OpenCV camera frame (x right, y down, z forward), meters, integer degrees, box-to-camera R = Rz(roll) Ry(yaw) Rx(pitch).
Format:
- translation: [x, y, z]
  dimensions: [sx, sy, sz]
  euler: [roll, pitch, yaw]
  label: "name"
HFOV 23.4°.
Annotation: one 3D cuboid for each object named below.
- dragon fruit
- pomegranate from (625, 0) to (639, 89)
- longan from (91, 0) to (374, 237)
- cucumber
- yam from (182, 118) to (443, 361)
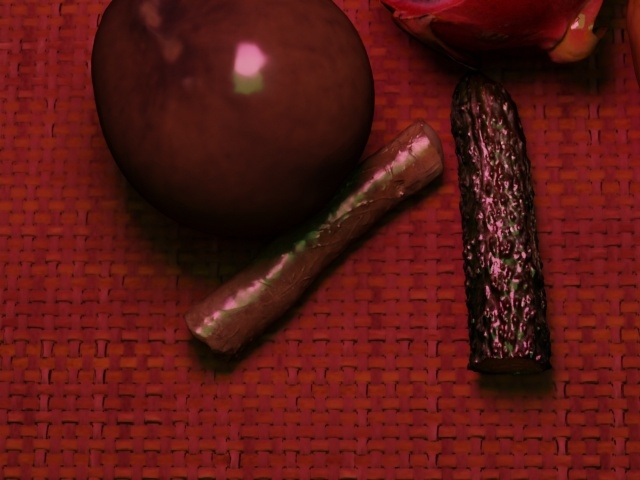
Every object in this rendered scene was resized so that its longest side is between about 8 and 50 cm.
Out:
- translation: [0.225, -0.323, 1.722]
  dimensions: [0.305, 0.226, 0.305]
  euler: [-28, 49, 37]
  label: "dragon fruit"
- translation: [0.493, -0.199, 1.632]
  dimensions: [0.343, 0.342, 0.342]
  euler: [-1, 74, 4]
  label: "pomegranate"
- translation: [-0.095, -0.160, 1.669]
  dimensions: [0.319, 0.319, 0.318]
  euler: [-1, 74, 4]
  label: "longan"
- translation: [0.199, -0.030, 1.722]
  dimensions: [0.096, 0.096, 0.359]
  euler: [-3, 71, 4]
  label: "cucumber"
- translation: [0.000, 0.000, 1.733]
  dimensions: [0.357, 0.081, 0.081]
  euler: [-40, 75, -7]
  label: "yam"
